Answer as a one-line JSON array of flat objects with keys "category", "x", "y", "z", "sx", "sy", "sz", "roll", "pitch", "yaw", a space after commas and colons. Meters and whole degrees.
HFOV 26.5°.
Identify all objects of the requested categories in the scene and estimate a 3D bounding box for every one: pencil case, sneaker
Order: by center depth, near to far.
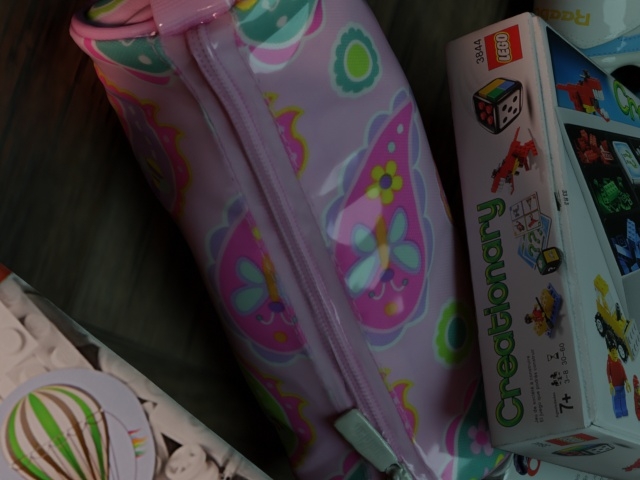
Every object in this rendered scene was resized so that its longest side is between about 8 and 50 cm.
[{"category": "pencil case", "x": 0.000, "y": 0.000, "z": 0.602, "sx": 0.124, "sy": 0.124, "sz": 0.284, "roll": -42, "pitch": 121, "yaw": -34}, {"category": "sneaker", "x": 0.211, "y": -0.133, "z": 0.836, "sx": 0.228, "sy": 0.087, "sz": 0.092, "roll": -4, "pitch": 104, "yaw": -38}]

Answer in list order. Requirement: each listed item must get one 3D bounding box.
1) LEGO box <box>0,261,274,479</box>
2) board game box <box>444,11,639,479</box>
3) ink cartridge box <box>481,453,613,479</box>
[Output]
[{"category": "LEGO box", "x": -0.145, "y": 0.290, "z": 0.328, "sx": 0.372, "sy": 0.193, "sz": 0.500, "roll": 39, "pitch": 63, "yaw": -6}, {"category": "board game box", "x": 0.170, "y": 0.028, "z": 0.704, "sx": 0.305, "sy": 0.053, "sz": 0.193, "roll": 23, "pitch": 56, "yaw": -51}, {"category": "ink cartridge box", "x": 0.143, "y": 0.111, "z": 0.786, "sx": 0.190, "sy": 0.082, "sz": 0.140, "roll": 42, "pitch": 64, "yaw": -38}]
